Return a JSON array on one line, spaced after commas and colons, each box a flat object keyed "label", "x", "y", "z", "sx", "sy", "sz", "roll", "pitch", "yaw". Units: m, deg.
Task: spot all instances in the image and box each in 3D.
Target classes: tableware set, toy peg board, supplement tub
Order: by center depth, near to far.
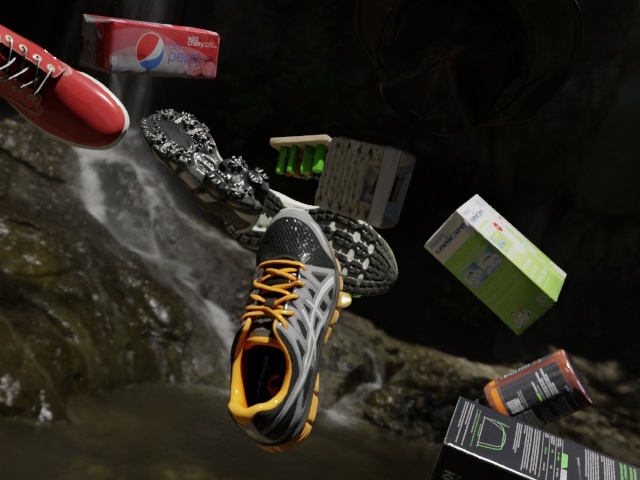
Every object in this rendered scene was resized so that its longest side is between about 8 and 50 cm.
[{"label": "supplement tub", "x": 0.357, "y": 0.275, "z": 1.197, "sx": 0.198, "sy": 0.106, "sz": 0.106, "roll": -30, "pitch": -23, "yaw": 18}, {"label": "tableware set", "x": 0.017, "y": 0.123, "z": 1.552, "sx": 0.104, "sy": 0.154, "sz": 0.024, "roll": 42, "pitch": -37, "yaw": 25}, {"label": "toy peg board", "x": -0.019, "y": -0.177, "z": 1.633, "sx": 0.161, "sy": 0.079, "sz": 0.160, "roll": 2, "pitch": -17, "yaw": 33}]

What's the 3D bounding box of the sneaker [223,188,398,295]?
[{"label": "sneaker", "x": 0.000, "y": 0.000, "z": 1.459, "sx": 0.410, "sy": 0.158, "sz": 0.182, "roll": 26, "pitch": 2, "yaw": 29}]

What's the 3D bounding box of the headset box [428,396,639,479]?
[{"label": "headset box", "x": 0.276, "y": 0.391, "z": 0.932, "sx": 0.283, "sy": 0.246, "sz": 0.131, "roll": 21, "pitch": 23, "yaw": 14}]

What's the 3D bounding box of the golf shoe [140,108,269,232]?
[{"label": "golf shoe", "x": -0.149, "y": -0.081, "z": 0.839, "sx": 0.198, "sy": 0.077, "sz": 0.094, "roll": 42, "pitch": -34, "yaw": 22}]

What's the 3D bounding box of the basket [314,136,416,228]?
[{"label": "basket", "x": 0.067, "y": -0.085, "z": 0.995, "sx": 0.103, "sy": 0.113, "sz": 0.167, "roll": 17, "pitch": 7, "yaw": 12}]

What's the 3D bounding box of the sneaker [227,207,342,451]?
[{"label": "sneaker", "x": -0.033, "y": 0.068, "z": 0.594, "sx": 0.084, "sy": 0.215, "sz": 0.083, "roll": -4, "pitch": -22, "yaw": 19}]

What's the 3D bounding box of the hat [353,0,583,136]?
[{"label": "hat", "x": 0.156, "y": -0.226, "z": 0.887, "sx": 0.331, "sy": 0.134, "sz": 0.331, "roll": 27, "pitch": -24, "yaw": 13}]

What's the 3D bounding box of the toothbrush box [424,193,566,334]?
[{"label": "toothbrush box", "x": 0.398, "y": 0.047, "z": 1.559, "sx": 0.283, "sy": 0.122, "sz": 0.206, "roll": 43, "pitch": 27, "yaw": 10}]

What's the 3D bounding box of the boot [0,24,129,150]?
[{"label": "boot", "x": -0.336, "y": -0.189, "z": 0.768, "sx": 0.244, "sy": 0.088, "sz": 0.176, "roll": 32, "pitch": -5, "yaw": -3}]

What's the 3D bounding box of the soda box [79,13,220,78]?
[{"label": "soda box", "x": -0.305, "y": -0.350, "z": 1.266, "sx": 0.083, "sy": 0.092, "sz": 0.263, "roll": 21, "pitch": 21, "yaw": 31}]
